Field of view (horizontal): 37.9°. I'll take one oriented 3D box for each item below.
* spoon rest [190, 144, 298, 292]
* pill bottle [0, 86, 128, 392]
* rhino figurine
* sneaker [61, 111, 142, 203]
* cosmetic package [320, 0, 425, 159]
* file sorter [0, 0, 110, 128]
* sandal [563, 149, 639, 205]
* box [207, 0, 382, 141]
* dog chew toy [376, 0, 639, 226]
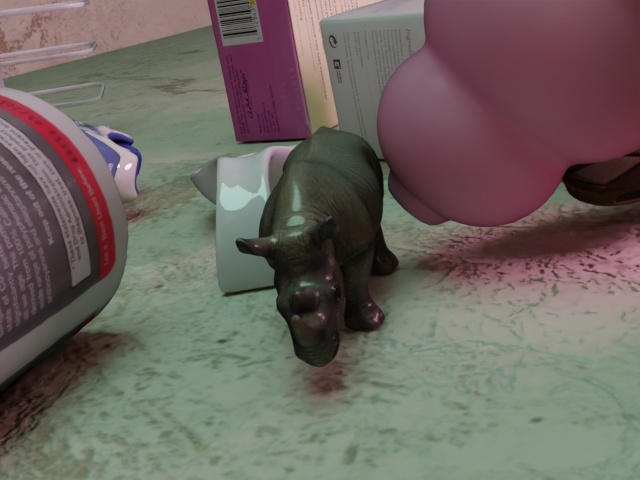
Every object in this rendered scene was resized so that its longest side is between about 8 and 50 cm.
[{"bbox_3d":[-0.048,-0.047,0.766,0.137,0.084,0.276,-10,19,3],"label":"spoon rest"},{"bbox_3d":[-0.253,0.036,0.485,0.176,0.176,0.318,-3,19,22],"label":"pill bottle"},{"bbox_3d":[0.000,0.000,0.557,0.073,0.106,0.243,-8,18,11],"label":"rhino figurine"},{"bbox_3d":[-0.262,-0.079,1.001,0.131,0.112,0.296,2,15,-18],"label":"sneaker"},{"bbox_3d":[0.190,-0.164,0.866,0.197,0.155,0.365,-23,23,-31],"label":"cosmetic package"},{"bbox_3d":[-0.410,-0.267,1.346,0.173,0.278,0.193,-9,18,-9],"label":"file sorter"},{"bbox_3d":[0.267,-0.062,0.661,0.219,0.060,0.090,-26,27,-30],"label":"sandal"},{"bbox_3d":[-0.017,-0.261,1.184,0.117,0.214,0.243,1,22,32],"label":"box"},{"bbox_3d":[0.161,-0.143,0.574,0.332,0.206,0.206,-51,8,18],"label":"dog chew toy"}]
